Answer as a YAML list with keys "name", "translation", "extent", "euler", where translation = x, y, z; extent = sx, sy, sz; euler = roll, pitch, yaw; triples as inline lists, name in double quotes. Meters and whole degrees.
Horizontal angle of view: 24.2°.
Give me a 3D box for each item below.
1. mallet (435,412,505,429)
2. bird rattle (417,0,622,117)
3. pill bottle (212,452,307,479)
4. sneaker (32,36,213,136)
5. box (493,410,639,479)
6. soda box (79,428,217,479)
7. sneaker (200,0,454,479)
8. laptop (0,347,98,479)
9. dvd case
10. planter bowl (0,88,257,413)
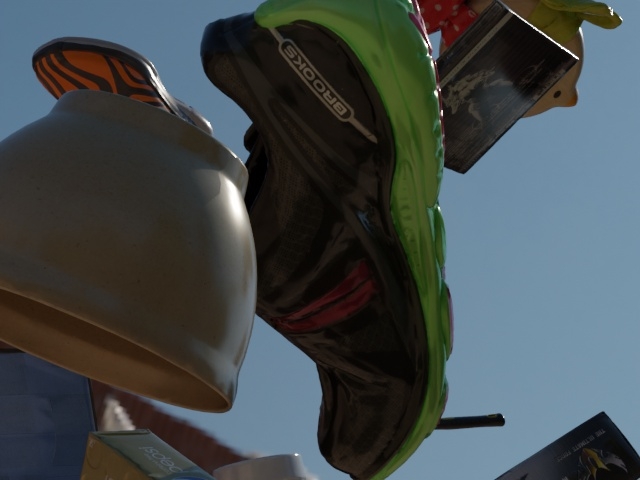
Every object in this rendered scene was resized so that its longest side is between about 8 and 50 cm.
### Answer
- name: "mallet"
  translation: [0.113, 0.200, 1.657]
  extent: [0.190, 0.039, 0.062]
  euler: [-3, 18, -30]
- name: "bird rattle"
  translation: [0.205, -0.225, 1.677]
  extent: [0.254, 0.143, 0.207]
  euler: [-9, -57, 1]
- name: "pill bottle"
  translation: [-0.053, 0.400, 1.794]
  extent: [0.152, 0.272, 0.152]
  euler: [-11, -13, -3]
- name: "sneaker"
  translation: [-0.252, -0.132, 1.978]
  extent: [0.125, 0.180, 0.321]
  euler: [-24, -38, 31]
- name: "box"
  translation: [0.102, 0.227, 1.073]
  extent: [0.056, 0.231, 0.183]
  euler: [55, -35, 16]
- name: "soda box"
  translation: [-0.116, 0.206, 1.151]
  extent: [0.058, 0.061, 0.181]
  euler: [3, 15, -40]
- name: "sneaker"
  translation: [0.000, 0.000, 1.207]
  extent: [0.202, 0.185, 0.482]
  euler: [-6, -54, 1]
- name: "laptop"
  translation: [-0.424, 0.343, 1.590]
  extent: [0.382, 0.407, 0.236]
  euler: [-2, -17, -1]
- name: "dvd case"
  translation: [0.148, -0.138, 1.404]
  extent: [0.018, 0.164, 0.221]
  euler: [51, 17, 21]
- name: "planter bowl"
  translation: [-0.096, -0.001, 0.689]
  extent: [0.162, 0.109, 0.162]
  euler: [20, -16, 6]
